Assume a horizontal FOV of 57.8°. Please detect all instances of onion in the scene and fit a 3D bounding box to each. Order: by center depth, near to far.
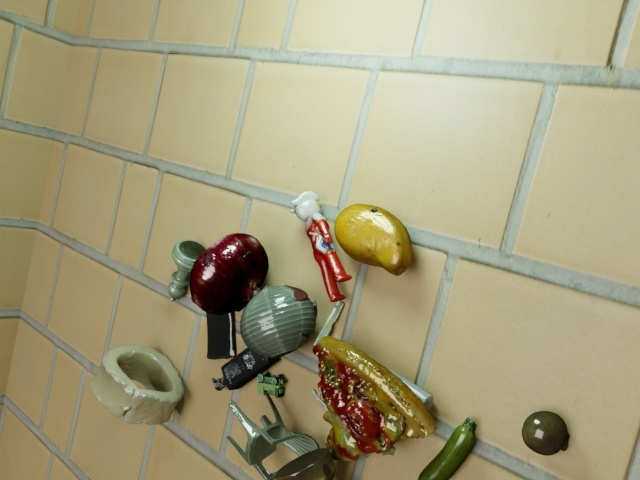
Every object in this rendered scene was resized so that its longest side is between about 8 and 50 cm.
[{"bbox_3d":[-0.298,0.123,1.958,0.232,0.314,0.314,37,109,28],"label":"onion"}]

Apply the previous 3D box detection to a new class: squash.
[{"bbox_3d":[0.348,0.586,1.562,0.069,0.069,0.258,44,112,32],"label":"squash"}]

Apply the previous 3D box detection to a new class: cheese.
[{"bbox_3d":[-0.705,0.564,2.249,0.332,0.292,0.153,37,108,28],"label":"cheese"}]

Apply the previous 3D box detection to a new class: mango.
[{"bbox_3d":[0.164,-0.006,1.728,0.295,0.120,0.177,33,99,34],"label":"mango"}]

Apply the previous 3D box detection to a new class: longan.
[{"bbox_3d":[0.549,0.468,1.400,0.119,0.106,0.106,26,105,-4],"label":"longan"}]

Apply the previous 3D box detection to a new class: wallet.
[{"bbox_3d":[-0.380,0.303,2.183,0.146,0.030,0.285,-10,81,34],"label":"wallet"}]

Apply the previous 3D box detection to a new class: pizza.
[{"bbox_3d":[0.104,0.524,1.688,0.440,0.130,0.406,34,120,34],"label":"pizza"}]

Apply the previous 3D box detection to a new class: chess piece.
[{"bbox_3d":[-0.543,0.138,2.283,0.139,0.139,0.272,47,126,31],"label":"chess piece"}]

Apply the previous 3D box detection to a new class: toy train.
[{"bbox_3d":[-0.171,0.495,1.989,0.122,0.050,0.081,0,91,38],"label":"toy train"}]

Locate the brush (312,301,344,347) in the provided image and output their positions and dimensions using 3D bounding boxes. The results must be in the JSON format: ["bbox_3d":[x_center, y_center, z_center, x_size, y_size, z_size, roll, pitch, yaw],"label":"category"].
[{"bbox_3d":[0.031,0.276,1.866,0.033,0.030,0.178,32,95,43],"label":"brush"}]

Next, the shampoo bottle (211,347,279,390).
[{"bbox_3d":[-0.275,0.455,2.062,0.309,0.071,0.098,-40,66,31],"label":"shampoo bottle"}]

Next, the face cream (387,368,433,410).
[{"bbox_3d":[0.227,0.435,1.676,0.198,0.057,0.084,23,102,40],"label":"face cream"}]

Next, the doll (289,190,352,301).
[{"bbox_3d":[0.000,0.000,1.845,0.188,0.099,0.384,105,146,-57],"label":"doll"}]

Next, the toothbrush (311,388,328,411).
[{"bbox_3d":[0.010,0.532,1.865,0.131,0.013,0.011,52,126,28],"label":"toothbrush"}]

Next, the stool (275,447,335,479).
[{"bbox_3d":[-0.003,0.780,1.713,0.179,0.179,0.264,-29,83,33],"label":"stool"}]

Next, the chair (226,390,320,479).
[{"bbox_3d":[-0.155,0.641,1.880,0.274,0.190,0.203,42,134,38],"label":"chair"}]

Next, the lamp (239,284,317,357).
[{"bbox_3d":[-0.137,0.254,1.868,0.265,0.233,0.233,-29,69,41],"label":"lamp"}]
